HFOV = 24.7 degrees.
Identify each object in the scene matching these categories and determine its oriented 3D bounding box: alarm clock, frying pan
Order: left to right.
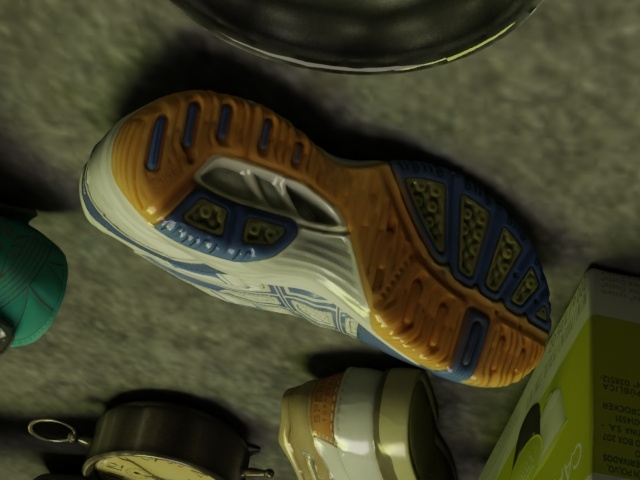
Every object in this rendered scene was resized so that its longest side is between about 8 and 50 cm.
[{"bbox_3d":[-0.141,0.171,1.178,0.192,0.064,0.129,17,147,-14],"label":"alarm clock"},{"bbox_3d":[-0.045,-0.168,0.627,0.326,0.053,0.197,23,145,-22],"label":"frying pan"}]

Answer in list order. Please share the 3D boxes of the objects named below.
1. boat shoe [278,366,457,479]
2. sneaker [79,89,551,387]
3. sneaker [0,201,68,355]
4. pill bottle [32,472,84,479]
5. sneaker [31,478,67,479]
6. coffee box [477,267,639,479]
[{"bbox_3d":[0.044,0.199,1.138,0.103,0.113,0.302,2,136,16],"label":"boat shoe"},{"bbox_3d":[0.000,0.000,0.862,0.296,0.111,0.131,28,161,-23],"label":"sneaker"},{"bbox_3d":[-0.225,-0.012,0.865,0.178,0.123,0.295,22,143,-23],"label":"sneaker"},{"bbox_3d":[-0.165,0.265,1.286,0.187,0.112,0.112,1,146,14],"label":"pill bottle"},{"bbox_3d":[-0.298,0.263,1.186,0.297,0.129,0.111,-3,145,16],"label":"sneaker"},{"bbox_3d":[0.276,0.272,0.924,0.338,0.334,0.337,12,138,-3],"label":"coffee box"}]
